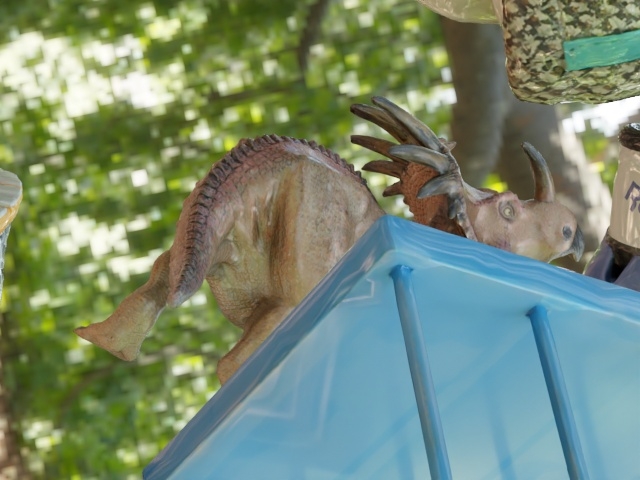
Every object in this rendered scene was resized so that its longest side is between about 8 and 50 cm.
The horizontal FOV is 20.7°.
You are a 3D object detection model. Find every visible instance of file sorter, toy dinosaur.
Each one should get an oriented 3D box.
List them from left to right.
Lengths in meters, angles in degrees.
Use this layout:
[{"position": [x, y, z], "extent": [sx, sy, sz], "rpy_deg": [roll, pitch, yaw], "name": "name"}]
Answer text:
[{"position": [0.000, 0.000, 0.902], "extent": [0.127, 0.200, 0.296], "rpy_deg": [31, 4, 33], "name": "toy dinosaur"}, {"position": [0.061, 0.087, 0.436], "extent": [0.118, 0.170, 0.104], "rpy_deg": [-48, -143, 38], "name": "file sorter"}]

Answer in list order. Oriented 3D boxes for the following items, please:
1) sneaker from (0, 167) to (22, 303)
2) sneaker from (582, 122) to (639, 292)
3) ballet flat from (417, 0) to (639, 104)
[{"position": [-0.241, 0.019, 1.130], "extent": [0.215, 0.084, 0.083], "rpy_deg": [-93, -169, -56], "name": "sneaker"}, {"position": [0.311, -0.030, 1.069], "extent": [0.127, 0.315, 0.182], "rpy_deg": [-19, 113, -63], "name": "sneaker"}, {"position": [0.042, -0.212, 0.832], "extent": [0.483, 0.182, 0.164], "rpy_deg": [-120, -165, -49], "name": "ballet flat"}]
